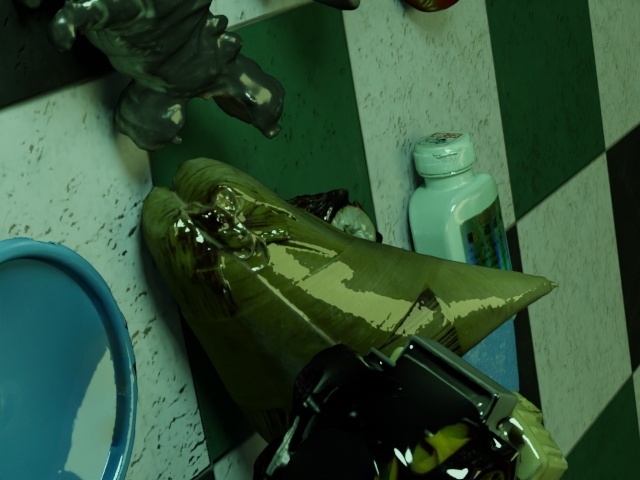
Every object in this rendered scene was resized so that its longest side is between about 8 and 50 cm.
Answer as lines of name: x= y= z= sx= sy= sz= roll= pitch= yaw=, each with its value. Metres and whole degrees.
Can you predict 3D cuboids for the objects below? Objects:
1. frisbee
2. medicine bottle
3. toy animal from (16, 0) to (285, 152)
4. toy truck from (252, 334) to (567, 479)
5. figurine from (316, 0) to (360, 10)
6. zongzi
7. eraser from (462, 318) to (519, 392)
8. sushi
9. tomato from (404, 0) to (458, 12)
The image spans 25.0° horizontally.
frisbee: x=-0.213 y=0.118 z=1.008 sx=0.242 sy=0.045 sz=0.242 roll=5 pitch=84 yaw=-59
medicine bottle: x=0.154 y=-0.004 z=1.591 sx=0.121 sy=0.083 sz=0.229 roll=-35 pitch=120 yaw=-46
toy animal: x=-0.131 y=-0.184 z=1.057 sx=0.168 sy=0.106 sz=0.343 roll=-31 pitch=140 yaw=-16
toy truck: x=0.038 y=0.275 z=1.158 sx=0.254 sy=0.180 sz=0.405 roll=16 pitch=105 yaw=-54
figurine: x=0.063 y=-0.378 z=1.335 sx=0.380 sy=0.248 sz=0.203 roll=-59 pitch=144 yaw=-23
zongzi: x=0.030 y=0.012 z=1.205 sx=0.274 sy=0.300 sz=0.145 roll=64 pitch=-5 yaw=-32
eraser: x=0.090 y=0.143 z=1.458 sx=0.312 sy=0.042 sz=0.144 roll=-24 pitch=112 yaw=-43
sushi: x=-0.001 y=0.001 z=1.332 sx=0.094 sy=0.084 sz=0.098 roll=65 pitch=34 yaw=-29
tomato: x=0.123 y=-0.288 z=1.555 sx=0.087 sy=0.075 sz=0.087 roll=2 pitch=88 yaw=-63
